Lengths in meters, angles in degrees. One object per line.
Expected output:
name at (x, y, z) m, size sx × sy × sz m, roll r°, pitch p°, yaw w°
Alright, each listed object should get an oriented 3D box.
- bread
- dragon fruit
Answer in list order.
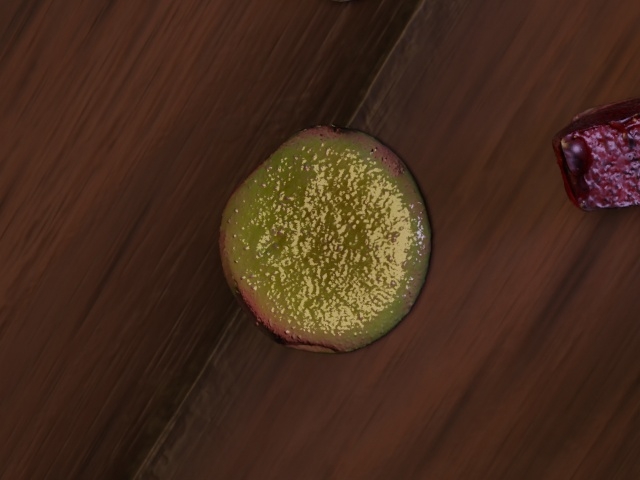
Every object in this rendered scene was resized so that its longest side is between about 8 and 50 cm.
bread at (0.000, 0.000, 1.848) m, size 0.228 × 0.033 × 0.228 m, roll 0°, pitch 89°, yaw 23°
dragon fruit at (0.276, -0.077, 1.715) m, size 0.147 × 0.096 × 0.102 m, roll -10°, pitch 95°, yaw -9°
